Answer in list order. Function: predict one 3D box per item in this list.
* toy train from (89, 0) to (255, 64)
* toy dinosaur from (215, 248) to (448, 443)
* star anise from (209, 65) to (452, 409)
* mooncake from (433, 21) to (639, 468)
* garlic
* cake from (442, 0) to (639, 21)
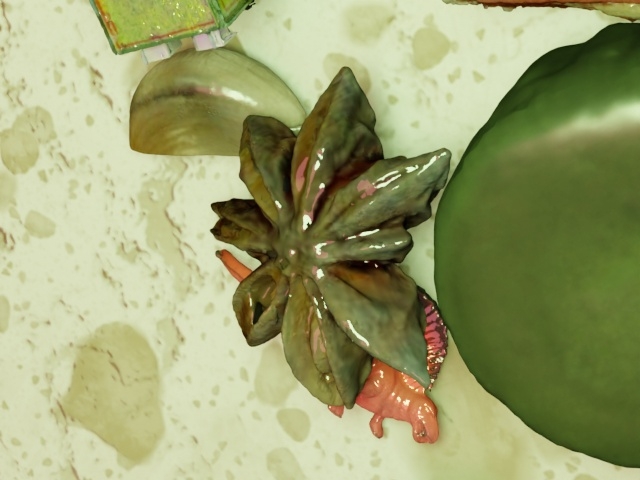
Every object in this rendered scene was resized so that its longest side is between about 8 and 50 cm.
[{"bbox_3d":[-0.126,-0.281,1.534,0.134,0.261,0.177,-10,116,27],"label":"toy train"},{"bbox_3d":[0.031,0.073,1.656,0.139,0.070,0.286,-44,78,16],"label":"toy dinosaur"},{"bbox_3d":[0.015,0.003,1.544,0.315,0.108,0.315,5,98,38],"label":"star anise"},{"bbox_3d":[0.279,0.000,1.425,0.356,0.194,0.356,7,113,17],"label":"mooncake"},{"bbox_3d":[-0.102,-0.135,1.648,0.195,0.087,0.101,0,117,21],"label":"garlic"},{"bbox_3d":[0.226,-0.253,1.411,0.283,0.177,0.151,6,106,22],"label":"cake"}]
